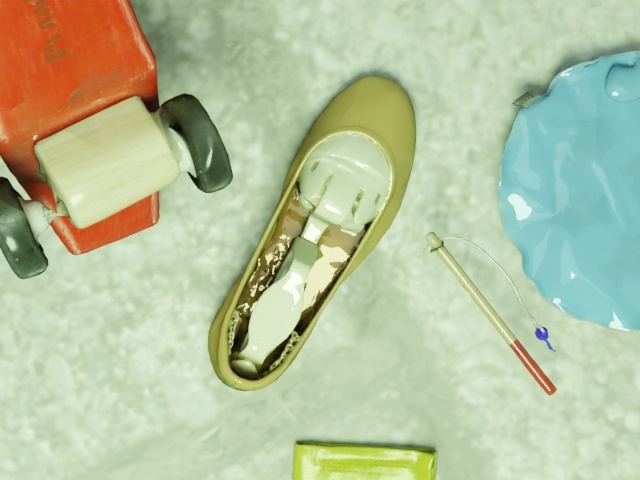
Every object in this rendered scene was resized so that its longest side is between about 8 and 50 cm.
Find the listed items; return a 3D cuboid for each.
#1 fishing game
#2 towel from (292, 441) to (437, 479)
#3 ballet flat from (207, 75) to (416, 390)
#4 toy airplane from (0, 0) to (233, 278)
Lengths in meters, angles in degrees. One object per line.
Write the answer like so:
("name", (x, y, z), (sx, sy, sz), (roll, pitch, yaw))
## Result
("fishing game", (0.203, -0.032, 0.837), (0.264, 0.041, 0.189), (-40, 95, -6))
("towel", (0.025, 0.260, 0.866), (0.102, 0.021, 0.237), (3, 95, -3))
("ballet flat", (0.000, 0.000, 0.816), (0.080, 0.073, 0.232), (26, 94, -4))
("toy airplane", (-0.199, -0.199, 0.695), (0.386, 0.272, 0.384), (17, 110, -35))
